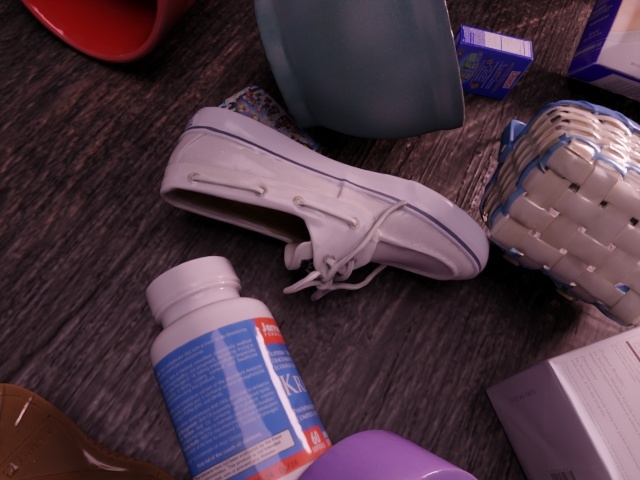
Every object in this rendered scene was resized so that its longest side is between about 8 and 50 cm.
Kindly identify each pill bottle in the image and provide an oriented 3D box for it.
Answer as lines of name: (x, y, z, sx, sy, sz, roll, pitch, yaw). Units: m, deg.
pill bottle: (-0.085, 0.131, 0.480, 0.124, 0.124, 0.221, -21, 70, -19)

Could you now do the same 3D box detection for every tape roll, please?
tape roll: (0.050, 0.258, 0.408, 0.189, 0.080, 0.189, -5, 98, -37)

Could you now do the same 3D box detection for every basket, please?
basket: (0.320, -0.051, 0.619, 0.255, 0.201, 0.289, 35, 35, 11)

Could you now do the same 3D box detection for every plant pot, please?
plant pot: (-0.246, -0.413, 0.660, 0.275, 0.275, 0.243, 28, 52, 5)
plant pot: (0.039, -0.251, 0.631, 0.196, 0.293, 0.293, -16, 65, 12)

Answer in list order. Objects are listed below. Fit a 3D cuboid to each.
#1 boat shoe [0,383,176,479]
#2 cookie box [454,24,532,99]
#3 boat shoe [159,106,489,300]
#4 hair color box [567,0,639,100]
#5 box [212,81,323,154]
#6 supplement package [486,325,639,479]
boat shoe: (-0.199, 0.237, 0.439, 0.285, 0.089, 0.104, 38, 38, 7)
cookie box: (0.240, -0.260, 0.754, 0.107, 0.092, 0.040, 11, 66, -5)
boat shoe: (0.001, -0.004, 0.550, 0.367, 0.136, 0.156, 24, 65, -6)
hair color box: (0.541, -0.390, 0.765, 0.185, 0.110, 0.339, 19, 98, -1)
box: (-0.077, -0.137, 0.671, 0.094, 0.027, 0.137, -39, 76, -23)
supplement package: (0.330, 0.166, 0.529, 0.244, 0.139, 0.134, -14, 66, -16)
